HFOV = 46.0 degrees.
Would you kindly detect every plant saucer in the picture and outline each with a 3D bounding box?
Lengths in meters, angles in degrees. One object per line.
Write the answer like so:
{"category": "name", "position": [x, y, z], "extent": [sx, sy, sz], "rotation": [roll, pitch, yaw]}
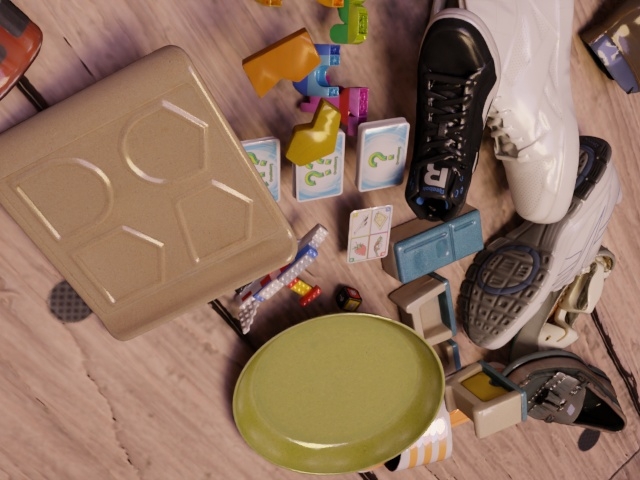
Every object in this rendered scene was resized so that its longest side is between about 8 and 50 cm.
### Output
{"category": "plant saucer", "position": [0.020, 0.170, 0.860], "extent": [0.241, 0.037, 0.241], "rotation": [-4, 122, -6]}

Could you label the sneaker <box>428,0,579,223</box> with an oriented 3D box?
{"category": "sneaker", "position": [0.190, -0.150, 0.835], "extent": [0.169, 0.108, 0.293], "rotation": [-13, 104, -22]}

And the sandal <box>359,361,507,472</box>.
{"category": "sandal", "position": [0.157, 0.229, 0.971], "extent": [0.265, 0.076, 0.102], "rotation": [-19, 116, -21]}

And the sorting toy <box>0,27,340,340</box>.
{"category": "sorting toy", "position": [-0.118, -0.056, 0.685], "extent": [0.307, 0.041, 0.229], "rotation": [-26, 118, 7]}

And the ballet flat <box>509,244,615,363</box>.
{"category": "ballet flat", "position": [0.327, 0.099, 1.019], "extent": [0.072, 0.068, 0.213], "rotation": [23, 97, -33]}

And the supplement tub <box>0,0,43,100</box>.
{"category": "supplement tub", "position": [-0.310, -0.181, 0.544], "extent": [0.106, 0.106, 0.198], "rotation": [-49, 123, -4]}

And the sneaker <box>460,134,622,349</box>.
{"category": "sneaker", "position": [0.292, 0.018, 0.950], "extent": [0.129, 0.111, 0.297], "rotation": [35, 91, -39]}

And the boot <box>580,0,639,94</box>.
{"category": "boot", "position": [0.406, -0.218, 0.954], "extent": [0.106, 0.082, 0.219], "rotation": [-33, 128, 12]}

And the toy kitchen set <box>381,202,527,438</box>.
{"category": "toy kitchen set", "position": [0.175, 0.088, 0.873], "extent": [0.122, 0.166, 0.207], "rotation": [-23, 118, -19]}

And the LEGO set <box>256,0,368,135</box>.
{"category": "LEGO set", "position": [-0.012, -0.215, 0.714], "extent": [0.087, 0.093, 0.227], "rotation": [-20, 117, -56]}

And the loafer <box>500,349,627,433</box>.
{"category": "loafer", "position": [0.344, 0.213, 1.031], "extent": [0.267, 0.084, 0.096], "rotation": [17, 122, -43]}

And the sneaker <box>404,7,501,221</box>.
{"category": "sneaker", "position": [0.126, -0.103, 0.735], "extent": [0.217, 0.079, 0.121], "rotation": [81, 24, -48]}

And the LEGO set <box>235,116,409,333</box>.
{"category": "LEGO set", "position": [0.000, 0.000, 0.777], "extent": [0.182, 0.060, 0.244], "rotation": [-10, 133, -15]}
